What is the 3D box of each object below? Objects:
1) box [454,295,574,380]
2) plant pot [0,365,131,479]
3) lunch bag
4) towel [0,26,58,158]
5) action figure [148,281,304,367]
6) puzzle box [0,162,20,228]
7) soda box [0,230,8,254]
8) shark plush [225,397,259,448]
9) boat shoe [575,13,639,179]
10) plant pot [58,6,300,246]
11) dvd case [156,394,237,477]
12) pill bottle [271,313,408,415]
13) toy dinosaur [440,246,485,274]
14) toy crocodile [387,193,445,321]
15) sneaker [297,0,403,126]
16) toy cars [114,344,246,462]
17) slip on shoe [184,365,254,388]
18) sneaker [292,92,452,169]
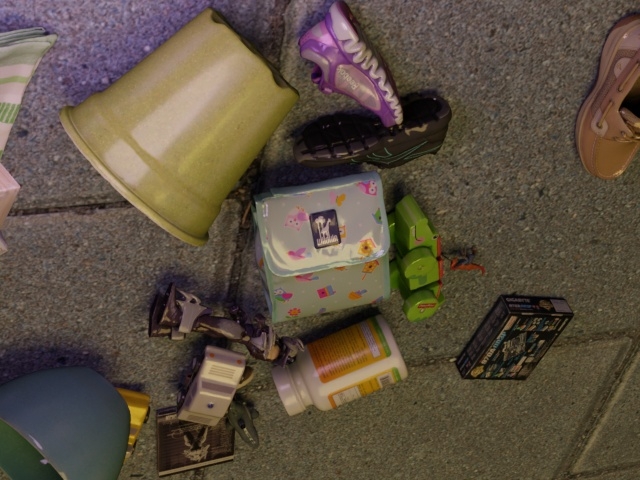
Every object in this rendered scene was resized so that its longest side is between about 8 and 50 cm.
[{"bbox_3d":[0.412,0.212,2.378,0.175,0.051,0.220,4,133,-28],"label":"box"},{"bbox_3d":[-0.453,0.336,1.982,0.195,0.290,0.290,-46,150,-32],"label":"plant pot"},{"bbox_3d":[0.000,0.000,1.876,0.223,0.160,0.262,-11,140,-7],"label":"lunch bag"},{"bbox_3d":[-0.493,-0.138,1.500,0.325,0.038,0.248,-54,169,30],"label":"towel"},{"bbox_3d":[-0.154,0.157,1.977,0.285,0.099,0.185,17,170,-22],"label":"action figure"},{"bbox_3d":[-0.547,-0.099,1.361,0.052,0.409,0.272,-20,150,-52],"label":"puzzle box"},{"bbox_3d":[-0.585,0.029,1.676,0.216,0.074,0.069,-31,131,-7],"label":"soda box"},{"bbox_3d":[-0.154,0.352,2.231,0.073,0.067,0.161,-16,138,-10],"label":"shark plush"},{"bbox_3d":[0.525,-0.220,1.924,0.122,0.110,0.341,-14,138,-11],"label":"boat shoe"},{"bbox_3d":[-0.177,-0.177,1.564,0.254,0.276,0.276,-46,136,7],"label":"plant pot"},{"bbox_3d":[-0.256,0.405,2.304,0.164,0.018,0.221,-10,137,-17],"label":"dvd case"},{"bbox_3d":[0.035,0.250,2.181,0.246,0.136,0.136,-22,139,-1],"label":"pill bottle"},{"bbox_3d":[0.275,0.042,2.121,0.047,0.090,0.082,-49,178,40],"label":"toy dinosaur"},{"bbox_3d":[0.179,0.040,2.043,0.105,0.115,0.340,-22,142,-10],"label":"toy crocodile"},{"bbox_3d":[0.044,-0.252,1.693,0.104,0.095,0.236,-28,134,14],"label":"sneaker"},{"bbox_3d":[-0.298,0.332,2.111,0.394,0.087,0.176,-24,127,13],"label":"toy cars"},{"bbox_3d":[-0.196,0.262,2.160,0.135,0.051,0.041,-10,126,-6],"label":"slip on shoe"},{"bbox_3d":[0.087,-0.152,1.806,0.267,0.101,0.106,-14,141,-10],"label":"sneaker"}]
